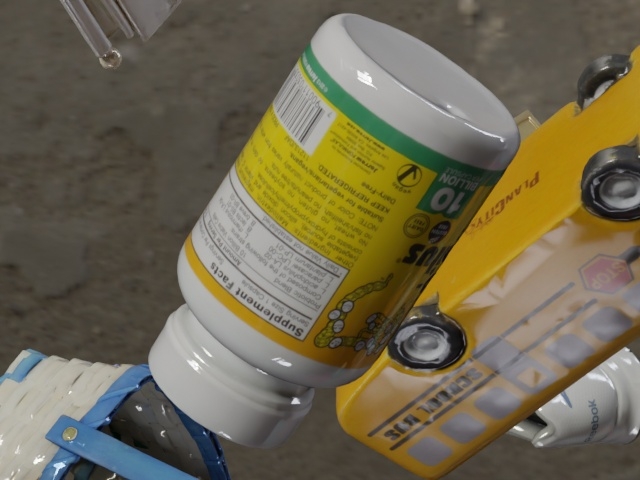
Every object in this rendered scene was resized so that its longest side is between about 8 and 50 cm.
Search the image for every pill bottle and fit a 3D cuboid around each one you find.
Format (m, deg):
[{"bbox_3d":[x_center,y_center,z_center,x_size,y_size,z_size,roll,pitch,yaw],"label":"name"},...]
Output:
[{"bbox_3d":[0.000,0.000,1.015,0.117,0.117,0.208,21,112,-33],"label":"pill bottle"}]

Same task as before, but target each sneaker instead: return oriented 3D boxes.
[{"bbox_3d":[0.138,0.099,1.719,0.129,0.297,0.111,-9,110,-42],"label":"sneaker"}]

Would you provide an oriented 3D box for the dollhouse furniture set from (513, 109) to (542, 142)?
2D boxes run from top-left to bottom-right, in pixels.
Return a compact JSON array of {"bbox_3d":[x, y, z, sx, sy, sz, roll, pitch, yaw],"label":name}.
[{"bbox_3d":[0.284,-0.056,1.904,0.161,0.182,0.101,-31,149,-11],"label":"dollhouse furniture set"}]

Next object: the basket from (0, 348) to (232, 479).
[{"bbox_3d":[-0.149,0.218,1.622,0.201,0.289,0.255,-50,147,-20],"label":"basket"}]

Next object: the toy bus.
[{"bbox_3d":[0.142,0.018,1.296,0.130,0.332,0.108,34,36,-23],"label":"toy bus"}]

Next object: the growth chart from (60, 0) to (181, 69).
[{"bbox_3d":[-0.116,-0.239,1.419,0.237,0.021,0.172,-50,138,-30],"label":"growth chart"}]
